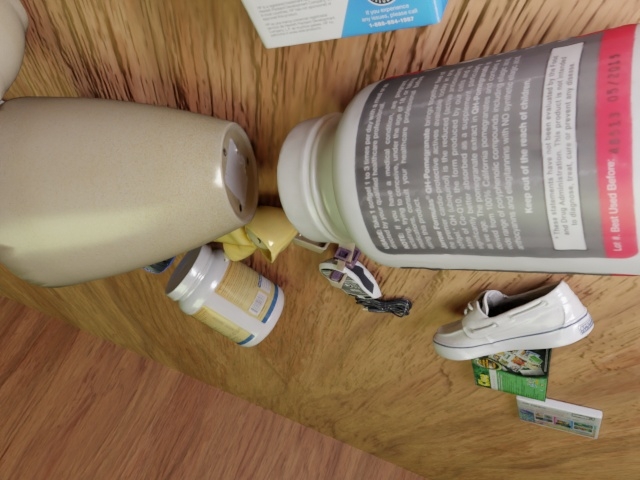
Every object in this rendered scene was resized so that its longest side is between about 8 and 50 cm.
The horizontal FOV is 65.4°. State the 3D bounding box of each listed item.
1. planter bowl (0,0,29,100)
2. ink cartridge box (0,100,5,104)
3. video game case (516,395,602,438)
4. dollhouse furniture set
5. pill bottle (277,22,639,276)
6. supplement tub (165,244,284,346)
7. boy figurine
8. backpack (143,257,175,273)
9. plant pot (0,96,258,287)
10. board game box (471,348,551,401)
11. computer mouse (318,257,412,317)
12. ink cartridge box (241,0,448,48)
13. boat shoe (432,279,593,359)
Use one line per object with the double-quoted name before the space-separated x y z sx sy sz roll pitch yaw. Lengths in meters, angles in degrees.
"planter bowl" -0.420 -0.255 0.584 0.162 0.109 0.162 18 151 10
"ink cartridge box" -0.577 -0.187 0.852 0.231 0.078 0.134 24 152 1
"video game case" 0.500 0.369 1.052 0.157 0.019 0.143 6 148 29
"dollhouse furniture set" 0.000 0.000 0.746 0.114 0.091 0.081 20 137 13
"pill bottle" 0.122 -0.062 0.430 0.319 0.176 0.176 0 144 37
"supplement tub" -0.188 0.106 0.990 0.200 0.144 0.144 37 149 -23
"boy figurine" -0.160 -0.023 0.804 0.285 0.092 0.177 12 141 25
"backpack" -0.339 0.002 0.983 0.120 0.098 0.101 31 180 -14
"plant pot" -0.230 -0.071 0.645 0.274 0.256 0.256 -3 145 13
"board game box" 0.344 0.223 0.910 0.136 0.030 0.259 7 148 25
"computer mouse" 0.071 0.072 0.847 0.106 0.042 0.193 4 152 41
"ink cartridge box" -0.006 -0.240 0.316 0.148 0.085 0.203 6 146 30
"boat shoe" 0.260 0.113 0.737 0.258 0.095 0.084 -27 93 48
